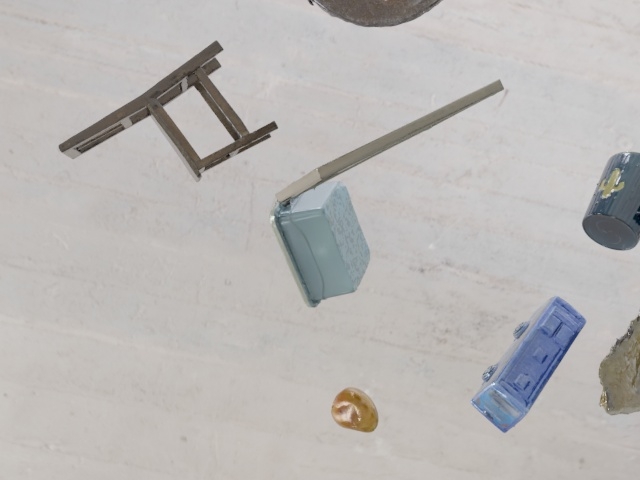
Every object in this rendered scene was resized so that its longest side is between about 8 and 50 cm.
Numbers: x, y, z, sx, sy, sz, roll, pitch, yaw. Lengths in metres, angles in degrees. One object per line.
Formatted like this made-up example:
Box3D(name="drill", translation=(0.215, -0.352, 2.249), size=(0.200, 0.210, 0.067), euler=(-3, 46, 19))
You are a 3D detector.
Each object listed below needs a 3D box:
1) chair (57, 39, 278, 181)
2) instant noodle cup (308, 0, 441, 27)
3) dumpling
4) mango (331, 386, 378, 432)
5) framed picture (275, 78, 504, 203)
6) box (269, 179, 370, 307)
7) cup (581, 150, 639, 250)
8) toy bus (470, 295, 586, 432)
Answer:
Box3D(name="chair", translation=(-0.339, -0.225, 1.629), size=(0.416, 0.203, 0.241), euler=(-36, 99, -7))
Box3D(name="instant noodle cup", translation=(0.071, -0.367, 0.843), size=(0.217, 0.218, 0.207), euler=(20, 21, 0))
Box3D(name="dumpling", translation=(0.499, 0.162, 1.055), size=(0.332, 0.086, 0.166), euler=(3, 76, -32))
Box3D(name="mango", translation=(0.069, 0.333, 1.396), size=(0.060, 0.114, 0.080), euler=(24, 97, -36))
Box3D(name="framed picture", translation=(0.095, -0.143, 1.076), size=(0.314, 0.232, 0.024), euler=(-29, 94, -18))
Box3D(name="box", translation=(0.000, 0.000, 1.377), size=(0.129, 0.227, 0.162), euler=(-11, 26, 25))
Box3D(name="cup", translation=(0.597, -0.072, 1.362), size=(0.131, 0.176, 0.155), euler=(45, 68, -24))
Box3D(name="toy bus", translation=(0.317, 0.179, 1.067), size=(0.079, 0.094, 0.236), euler=(45, 53, 5))
